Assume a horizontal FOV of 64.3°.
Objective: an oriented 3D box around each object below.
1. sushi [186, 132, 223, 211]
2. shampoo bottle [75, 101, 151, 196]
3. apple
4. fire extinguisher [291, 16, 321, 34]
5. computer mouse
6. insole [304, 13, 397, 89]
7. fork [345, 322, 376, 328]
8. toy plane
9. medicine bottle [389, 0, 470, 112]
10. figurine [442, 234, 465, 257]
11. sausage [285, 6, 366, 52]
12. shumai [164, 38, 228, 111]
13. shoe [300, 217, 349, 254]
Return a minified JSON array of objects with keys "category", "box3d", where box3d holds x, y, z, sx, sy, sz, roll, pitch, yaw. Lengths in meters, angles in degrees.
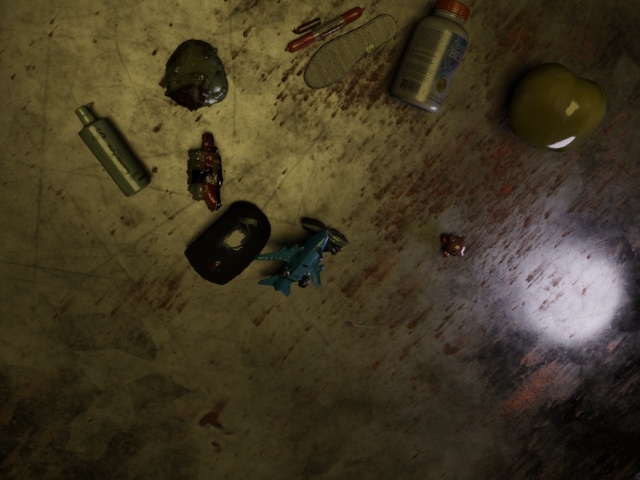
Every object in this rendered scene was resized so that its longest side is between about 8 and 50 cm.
[{"category":"sushi","box3d":[-0.331,-0.193,1.462,0.103,0.097,0.225,0,94,-17]},{"category":"shampoo bottle","box3d":[-0.578,-0.248,1.400,0.085,0.085,0.262,-31,111,1]},{"category":"apple","box3d":[0.699,-0.388,1.511,0.263,0.262,0.262,-3,109,-10]},{"category":"fire extinguisher","box3d":[-0.040,-0.596,1.417,0.083,0.022,0.028,-26,73,-1]},{"category":"computer mouse","box3d":[-0.271,0.013,1.542,0.269,0.100,0.170,-43,109,6]},{"category":"insole","box3d":[0.084,-0.542,1.464,0.310,0.012,0.110,-31,110,1]},{"category":"fork","box3d":[0.139,0.296,1.767,0.115,0.012,0.016,8,111,-18]},{"category":"toy plane","box3d":[-0.067,0.072,1.567,0.254,0.105,0.271,28,125,-32]},{"category":"medicine bottle","box3d":[0.317,-0.520,1.437,0.157,0.157,0.288,18,105,-16]},{"category":"figurine","box3d":[0.447,0.016,1.697,0.067,0.071,0.083,-46,128,-38]},{"category":"sausage","box3d":[0.014,-0.589,1.422,0.253,0.034,0.034,-29,112,0]},{"category":"shumai","box3d":[-0.335,-0.438,1.351,0.184,0.142,0.184,-4,113,-10]},{"category":"shoe","box3d":[0.000,0.000,1.608,0.169,0.071,0.099,27,108,-19]}]
